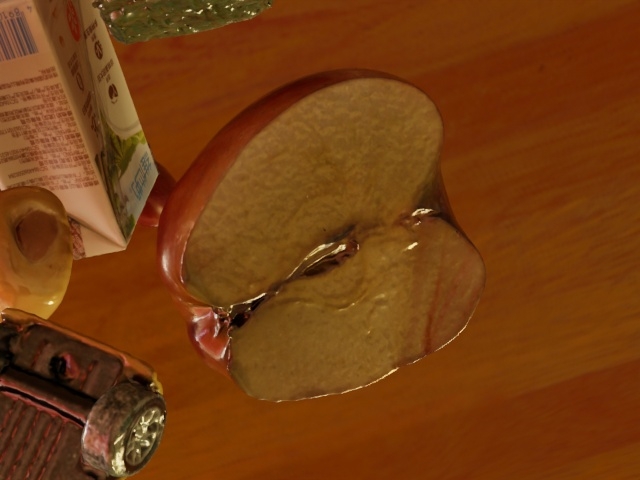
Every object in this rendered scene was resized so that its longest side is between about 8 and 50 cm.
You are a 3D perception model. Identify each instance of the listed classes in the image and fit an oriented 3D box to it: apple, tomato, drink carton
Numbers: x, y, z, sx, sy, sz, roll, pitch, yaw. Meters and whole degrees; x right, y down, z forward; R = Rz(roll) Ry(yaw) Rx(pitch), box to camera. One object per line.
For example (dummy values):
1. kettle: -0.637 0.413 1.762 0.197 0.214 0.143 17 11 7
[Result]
1. apple: 0.000 0.000 1.507 0.365 0.295 0.328 -31 74 -12
2. tomato: -0.259 -0.075 1.872 0.159 0.139 0.091 23 106 42
3. drink carton: -0.312 -0.161 1.549 0.132 0.194 0.324 -11 118 13

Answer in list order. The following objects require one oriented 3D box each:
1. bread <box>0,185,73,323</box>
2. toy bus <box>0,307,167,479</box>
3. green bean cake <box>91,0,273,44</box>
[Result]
1. bread: -0.288 0.032 1.160 0.085 0.173 0.134 19 46 -32
2. toy bus: -0.188 0.212 0.732 0.121 0.123 0.335 19 79 20
3. green bean cake: -0.132 -0.253 1.273 0.173 0.181 0.094 -14 88 -4
